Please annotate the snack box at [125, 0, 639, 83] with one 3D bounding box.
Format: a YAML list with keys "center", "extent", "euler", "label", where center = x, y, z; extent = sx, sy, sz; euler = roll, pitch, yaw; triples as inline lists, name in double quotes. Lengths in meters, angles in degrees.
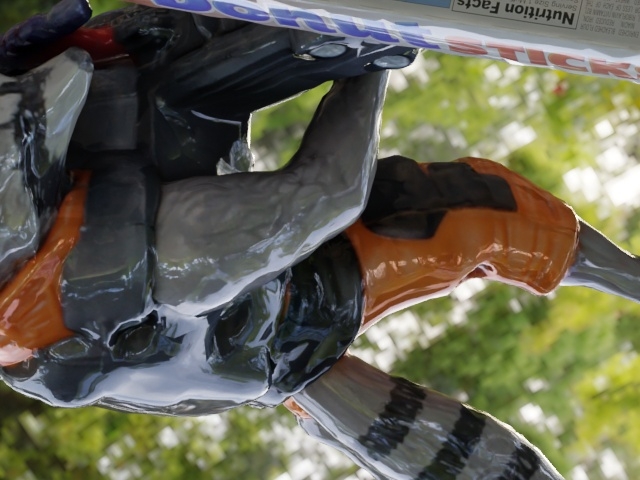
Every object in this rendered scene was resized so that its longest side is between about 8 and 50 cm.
- center: [0.008, -0.079, 0.395]
  extent: [0.178, 0.064, 0.022]
  euler: [11, 168, 17]
  label: "snack box"

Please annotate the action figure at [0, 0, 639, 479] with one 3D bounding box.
- center: [0.000, 0.000, 0.612]
  extent: [0.341, 0.330, 0.179]
  euler: [-26, -122, 45]
  label: "action figure"
